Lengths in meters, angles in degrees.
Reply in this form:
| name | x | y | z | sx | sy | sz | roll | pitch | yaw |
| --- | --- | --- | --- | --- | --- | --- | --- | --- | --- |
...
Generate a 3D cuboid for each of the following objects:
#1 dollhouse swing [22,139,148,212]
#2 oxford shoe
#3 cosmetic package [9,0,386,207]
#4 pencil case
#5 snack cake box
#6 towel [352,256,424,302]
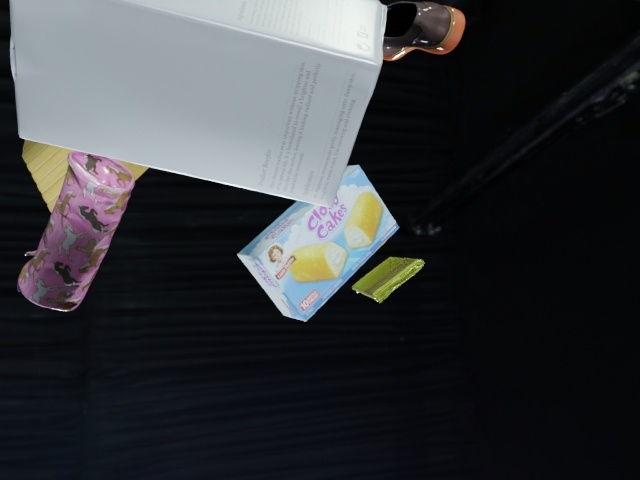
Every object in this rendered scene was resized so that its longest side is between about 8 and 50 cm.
| name | x | y | z | sx | sy | sz | roll | pitch | yaw |
| --- | --- | --- | --- | --- | --- | --- | --- | --- | --- |
| dollhouse swing | -0.631 | -0.284 | 1.800 | 0.347 | 0.305 | 0.315 | 55 | -7 | 24 |
| oxford shoe | 0.123 | -0.365 | 1.232 | 0.271 | 0.098 | 0.097 | 16 | -86 | 59 |
| cosmetic package | -0.139 | -0.197 | 0.842 | 0.156 | 0.385 | 0.217 | -83 | -170 | -47 |
| pencil case | -0.559 | -0.023 | 1.673 | 0.386 | 0.167 | 0.160 | -57 | -168 | 24 |
| snack cake box | 0.000 | 0.000 | 1.334 | 0.152 | 0.264 | 0.089 | 55 | -23 | -21 |
| towel | 0.115 | 0.065 | 1.293 | 0.021 | 0.102 | 0.237 | 54 | -5 | -3 |
